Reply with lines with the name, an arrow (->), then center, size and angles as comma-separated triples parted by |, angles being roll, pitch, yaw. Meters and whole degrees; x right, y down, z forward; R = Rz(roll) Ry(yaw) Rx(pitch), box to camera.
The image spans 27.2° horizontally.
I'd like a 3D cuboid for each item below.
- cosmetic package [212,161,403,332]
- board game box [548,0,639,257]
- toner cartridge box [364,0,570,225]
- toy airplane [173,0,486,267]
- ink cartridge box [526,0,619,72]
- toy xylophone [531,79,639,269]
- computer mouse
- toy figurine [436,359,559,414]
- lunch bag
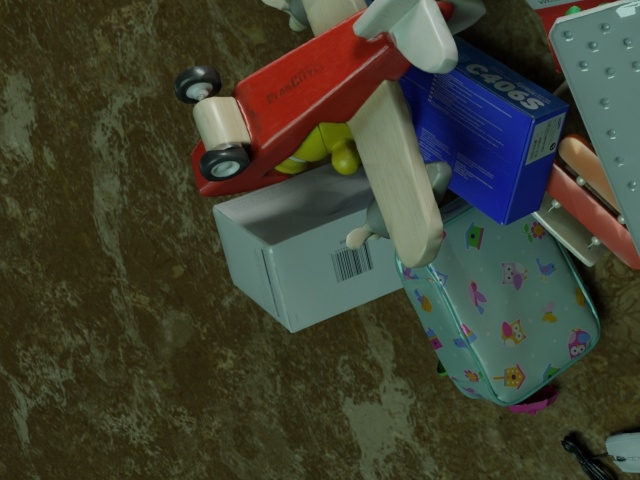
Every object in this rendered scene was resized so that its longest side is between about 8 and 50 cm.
cosmetic package -> 0.000, 0.000, 1.861 | 0.225, 0.224, 0.138 | 35, 142, 60
board game box -> 0.503, -0.140, 1.473 | 0.390, 0.050, 0.390 | -13, 123, 28
toner cartridge box -> 0.156, -0.181, 1.733 | 0.348, 0.075, 0.165 | 39, 134, 33
toy airplane -> 0.044, -0.191, 1.624 | 0.384, 0.272, 0.386 | 19, 90, 35
ink cartridge box -> 0.327, -0.314, 1.609 | 0.181, 0.056, 0.224 | -5, 111, 38
toy xylophone -> 0.381, -0.117, 1.654 | 0.236, 0.081, 0.322 | 37, 133, 5
computer mouse -> 0.443, 0.305, 1.898 | 0.193, 0.042, 0.106 | -30, 96, 43
toy figurine -> 0.283, 0.175, 1.914 | 0.159, 0.130, 0.173 | 38, 109, -6
lunch bag -> 0.245, 0.070, 1.788 | 0.279, 0.224, 0.108 | 62, 156, -11
